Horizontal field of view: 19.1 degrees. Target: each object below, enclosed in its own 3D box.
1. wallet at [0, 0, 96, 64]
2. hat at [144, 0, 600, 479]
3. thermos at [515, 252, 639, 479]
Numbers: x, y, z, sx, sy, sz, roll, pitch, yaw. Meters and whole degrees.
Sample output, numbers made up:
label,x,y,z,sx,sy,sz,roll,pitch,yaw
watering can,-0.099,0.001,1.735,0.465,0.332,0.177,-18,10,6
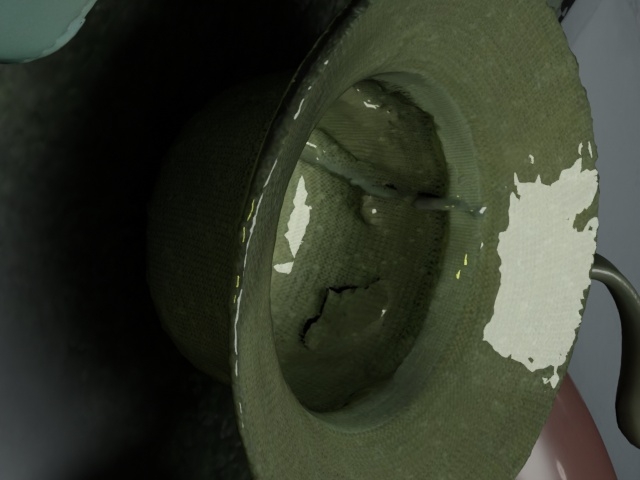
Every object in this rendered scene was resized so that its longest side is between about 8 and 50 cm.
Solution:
label,x,y,z,sx,sy,sz,roll,pitch,yaw
wallet,-0.105,-0.126,0.544,0.176,0.075,0.250,-52,170,12
hat,0.000,0.000,0.800,0.257,0.130,0.257,-21,117,-48
thermos,0.093,0.111,0.977,0.176,0.146,0.265,-22,120,-12
